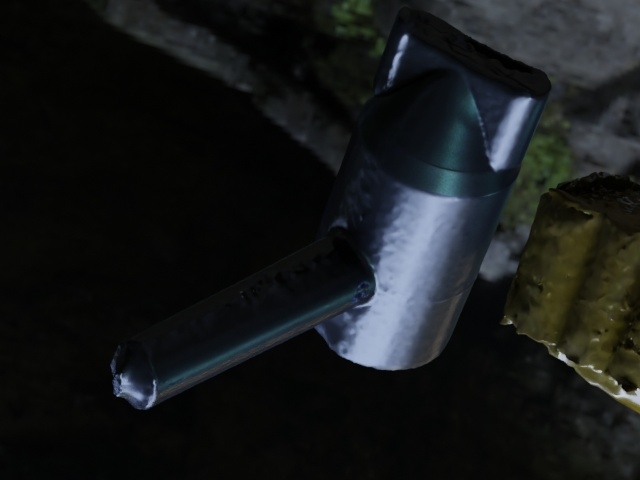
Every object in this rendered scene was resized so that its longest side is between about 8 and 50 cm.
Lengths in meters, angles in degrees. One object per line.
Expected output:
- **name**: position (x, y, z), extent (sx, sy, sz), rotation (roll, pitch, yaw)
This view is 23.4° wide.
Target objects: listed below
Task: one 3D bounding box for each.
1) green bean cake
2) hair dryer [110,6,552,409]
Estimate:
- **green bean cake**: position (0.258, 0.047, 1.037), extent (0.224, 0.131, 0.230), rotation (26, -166, 27)
- **hair dryer**: position (0.000, 0.000, 0.966), extent (0.302, 0.244, 0.116), rotation (-28, -123, -38)
